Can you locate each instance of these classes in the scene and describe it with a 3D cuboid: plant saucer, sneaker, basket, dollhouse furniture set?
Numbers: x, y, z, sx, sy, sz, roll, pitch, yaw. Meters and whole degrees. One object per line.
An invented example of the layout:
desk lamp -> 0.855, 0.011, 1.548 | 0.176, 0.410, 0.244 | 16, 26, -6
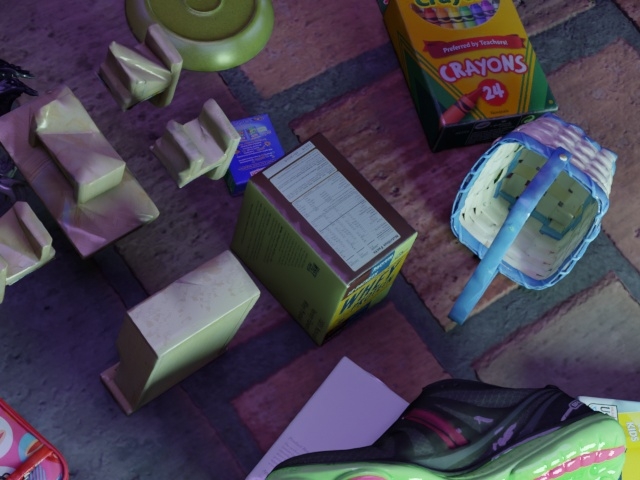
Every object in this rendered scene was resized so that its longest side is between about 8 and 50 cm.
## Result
plant saucer -> -0.190, -0.378, 2.047 | 0.241, 0.037, 0.241 | 5, 60, -10
sneaker -> 0.148, 0.291, 1.634 | 0.482, 0.185, 0.202 | -6, 28, -21
basket -> 0.288, -0.031, 1.841 | 0.201, 0.255, 0.289 | 32, 41, 5
dollhouse furniture set -> -0.276, -0.008, 1.673 | 0.362, 0.256, 0.394 | -32, 79, -26

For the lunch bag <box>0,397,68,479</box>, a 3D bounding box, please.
lunch bag -> -0.455, 0.336, 1.559 | 0.258, 0.120, 0.293 | 40, 61, 6

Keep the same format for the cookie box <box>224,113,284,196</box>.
cookie box -> -0.106, -0.128, 1.924 | 0.091, 0.040, 0.107 | -14, 65, -19

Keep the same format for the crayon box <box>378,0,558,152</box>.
crayon box -> 0.229, -0.309, 2.072 | 0.202, 0.081, 0.319 | -11, 64, -17

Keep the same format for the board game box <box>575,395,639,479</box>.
board game box -> 0.509, 0.358, 1.766 | 0.336, 0.079, 0.254 | 6, 61, -8

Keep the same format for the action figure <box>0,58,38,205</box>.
action figure -> -0.467, -0.103, 1.761 | 0.141, 0.276, 0.164 | 20, 16, -34

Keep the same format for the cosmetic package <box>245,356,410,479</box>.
cosmetic package -> 0.005, 0.280, 1.701 | 0.117, 0.085, 0.231 | 37, 59, 9

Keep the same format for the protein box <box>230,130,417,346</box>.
protein box -> 0.000, 0.000, 1.784 | 0.136, 0.200, 0.201 | -36, 74, -26
